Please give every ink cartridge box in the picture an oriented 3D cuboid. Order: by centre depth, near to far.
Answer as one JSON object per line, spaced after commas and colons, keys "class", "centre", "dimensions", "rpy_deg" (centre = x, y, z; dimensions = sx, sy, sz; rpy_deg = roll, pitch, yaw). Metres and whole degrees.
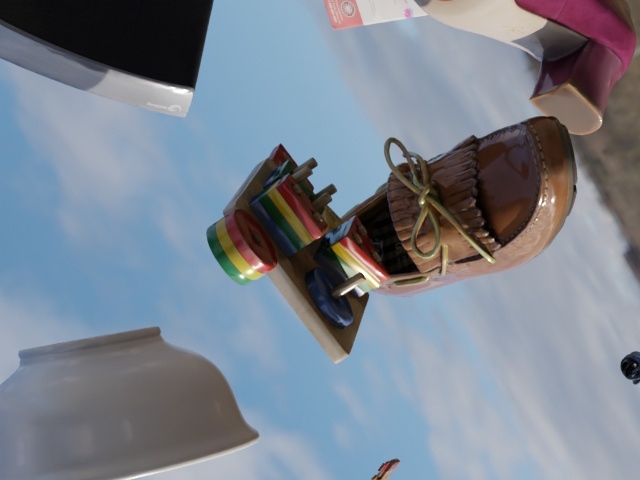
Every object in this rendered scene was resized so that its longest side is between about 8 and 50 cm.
{"class": "ink cartridge box", "centre": [0.096, -0.311, 1.674], "dimensions": [0.067, 0.198, 0.115], "rpy_deg": [-68, -34, -51]}

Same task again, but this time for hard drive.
{"class": "hard drive", "centre": [-0.236, -0.245, 1.603], "dimensions": [0.254, 0.054, 0.172], "rpy_deg": [19, -110, -23]}

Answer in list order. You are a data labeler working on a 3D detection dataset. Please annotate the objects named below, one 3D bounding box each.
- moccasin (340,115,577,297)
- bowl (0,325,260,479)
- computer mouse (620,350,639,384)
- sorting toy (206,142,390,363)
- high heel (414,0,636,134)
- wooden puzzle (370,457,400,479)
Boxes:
{"class": "moccasin", "centre": [0.118, -0.031, 1.515], "dimensions": [0.380, 0.147, 0.139], "rpy_deg": [-20, 73, 60]}
{"class": "bowl", "centre": [-0.216, 0.161, 1.498], "dimensions": [0.298, 0.298, 0.134], "rpy_deg": [1, -101, -77]}
{"class": "computer mouse", "centre": [0.359, 0.054, 1.460], "dimensions": [0.042, 0.193, 0.106], "rpy_deg": [37, 170, 5]}
{"class": "sorting toy", "centre": [0.000, 0.000, 1.088], "dimensions": [0.132, 0.046, 0.274], "rpy_deg": [54, -164, -9]}
{"class": "high heel", "centre": [0.198, -0.289, 1.589], "dimensions": [0.377, 0.127, 0.181], "rpy_deg": [46, -130, -32]}
{"class": "wooden puzzle", "centre": [0.062, 0.248, 1.571], "dimensions": [0.006, 0.049, 0.083], "rpy_deg": [36, -173, 15]}
